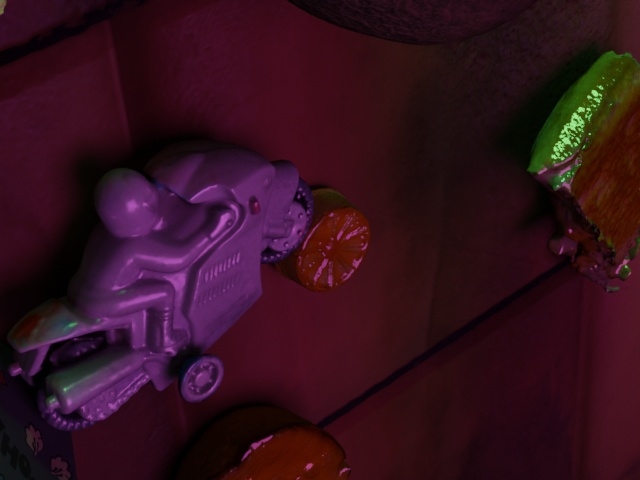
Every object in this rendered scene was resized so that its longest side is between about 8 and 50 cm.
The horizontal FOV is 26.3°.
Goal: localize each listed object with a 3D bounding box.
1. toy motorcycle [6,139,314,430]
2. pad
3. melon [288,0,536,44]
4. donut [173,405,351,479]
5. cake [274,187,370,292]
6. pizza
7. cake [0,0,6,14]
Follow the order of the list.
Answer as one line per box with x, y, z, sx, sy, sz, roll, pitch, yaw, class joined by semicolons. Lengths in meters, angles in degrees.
-0.115;0.014;0.968;0.260;0.110;0.171;-41;135;-18;toy motorcycle
-0.234;0.115;0.886;0.006;0.170;0.245;-29;143;16;pad
0.046;-0.249;0.829;0.248;0.248;0.329;-55;144;1;melon
-0.058;0.217;1.205;0.162;0.065;0.178;-41;140;-9;donut
0.000;0.000;1.118;0.084;0.044;0.084;-25;131;-32;cake
0.277;-0.057;1.337;0.189;0.071;0.297;-59;146;-13;pizza
-0.178;-0.178;0.758;0.225;0.109;0.090;-54;142;-1;cake
